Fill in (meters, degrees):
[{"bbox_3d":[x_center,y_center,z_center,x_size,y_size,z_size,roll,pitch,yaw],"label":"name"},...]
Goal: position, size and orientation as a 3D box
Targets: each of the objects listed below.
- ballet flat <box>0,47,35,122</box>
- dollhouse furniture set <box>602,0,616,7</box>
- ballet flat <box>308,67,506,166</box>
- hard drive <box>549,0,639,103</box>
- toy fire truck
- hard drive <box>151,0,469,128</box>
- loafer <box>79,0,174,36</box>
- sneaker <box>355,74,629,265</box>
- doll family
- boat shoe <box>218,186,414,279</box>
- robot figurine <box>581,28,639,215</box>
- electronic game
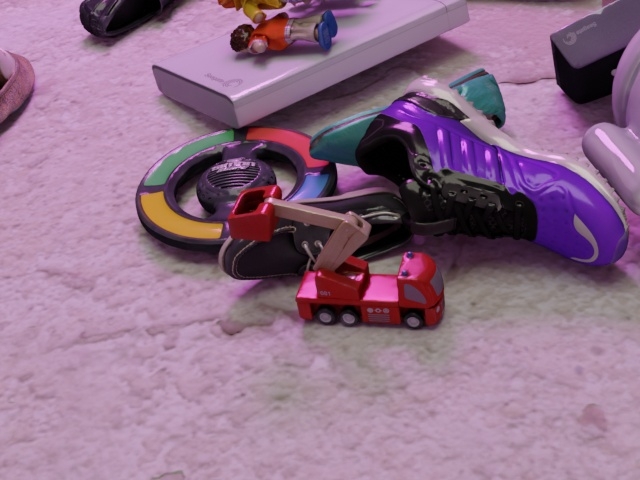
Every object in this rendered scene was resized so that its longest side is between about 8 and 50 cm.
[{"bbox_3d":[-0.453,-0.195,1.486,0.108,0.106,0.316,3,38,3],"label":"ballet flat"},{"bbox_3d":[0.403,-0.303,1.446,0.091,0.081,0.114,-27,40,-21],"label":"dollhouse furniture set"},{"bbox_3d":[0.109,-0.118,1.269,0.247,0.083,0.087,-23,77,-22],"label":"ballet flat"},{"bbox_3d":[0.388,-0.241,1.281,0.255,0.172,0.054,-24,73,8],"label":"hard drive"},{"bbox_3d":[0.018,0.016,1.073,0.192,0.135,0.047,2,39,16],"label":"toy fire truck"},{"bbox_3d":[-0.016,-0.256,1.485,0.353,0.047,0.233,-28,31,-22],"label":"hard drive"},{"bbox_3d":[-0.253,-0.366,1.696,0.223,0.076,0.078,-36,49,-23],"label":"loafer"},{"bbox_3d":[0.154,-0.040,1.123,0.293,0.102,0.146,35,58,28],"label":"sneaker"},{"bbox_3d":[-0.040,-0.331,1.455,0.163,0.118,0.263,0,31,26],"label":"doll family"},{"bbox_3d":[0.000,0.000,1.151,0.206,0.075,0.065,-17,37,-18],"label":"boat shoe"},{"bbox_3d":[0.412,-0.113,1.095,0.300,0.199,0.353,-18,37,-3],"label":"robot figurine"},{"bbox_3d":[-0.094,-0.062,1.276,0.229,0.048,0.229,-7,37,5],"label":"electronic game"}]
